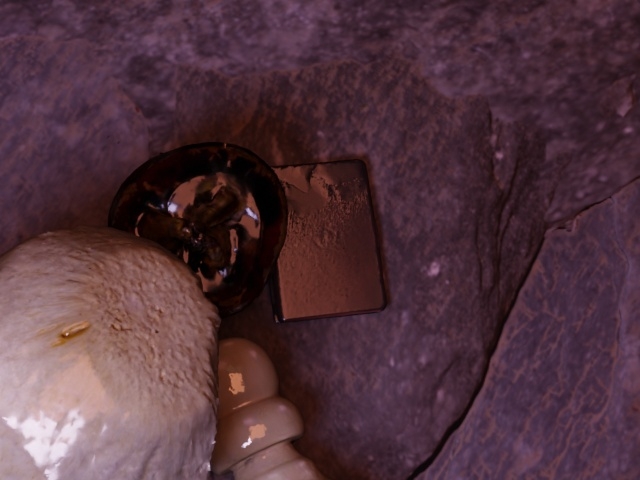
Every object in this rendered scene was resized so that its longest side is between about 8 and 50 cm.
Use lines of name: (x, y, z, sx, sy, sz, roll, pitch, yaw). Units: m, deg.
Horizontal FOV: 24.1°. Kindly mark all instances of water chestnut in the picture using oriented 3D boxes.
water chestnut: (-0.144, -0.011, 1.830, 0.224, 0.238, 0.223, 0, 88, -11)

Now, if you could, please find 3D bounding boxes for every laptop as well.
laptop: (0.000, 0.000, 1.955, 0.154, 0.026, 0.207, -6, 80, -13)

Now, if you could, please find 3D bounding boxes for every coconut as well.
coconut: (-0.299, 0.186, 1.701, 0.345, 0.415, 0.415, 33, 73, -23)

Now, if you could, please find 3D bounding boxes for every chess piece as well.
chess piece: (-0.072, 0.259, 1.820, 0.167, 0.167, 0.299, -23, 78, -14)
